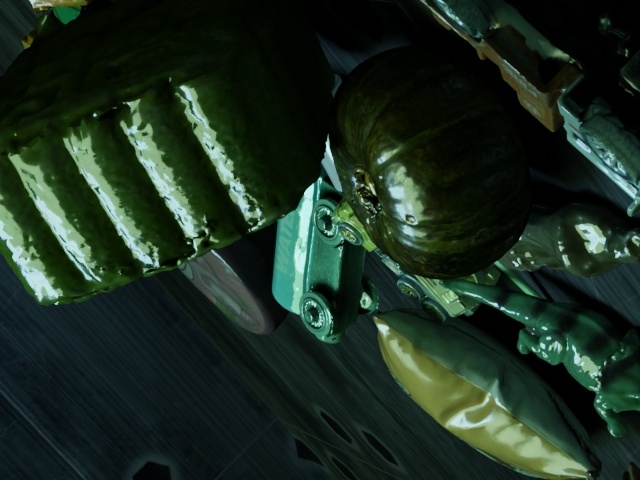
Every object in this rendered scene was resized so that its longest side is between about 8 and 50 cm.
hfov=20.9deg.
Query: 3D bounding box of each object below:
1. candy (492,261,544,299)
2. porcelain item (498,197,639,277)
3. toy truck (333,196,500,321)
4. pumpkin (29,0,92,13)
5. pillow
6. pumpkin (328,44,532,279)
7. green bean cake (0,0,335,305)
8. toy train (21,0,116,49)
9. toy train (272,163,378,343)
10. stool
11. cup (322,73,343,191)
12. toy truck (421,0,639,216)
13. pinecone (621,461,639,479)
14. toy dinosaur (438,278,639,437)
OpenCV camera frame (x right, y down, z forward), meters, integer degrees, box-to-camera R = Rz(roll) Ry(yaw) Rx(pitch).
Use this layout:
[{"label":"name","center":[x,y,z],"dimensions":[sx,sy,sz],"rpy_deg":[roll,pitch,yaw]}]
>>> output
[{"label":"candy","center":[0.164,0.005,1.803],"dimensions":[0.262,0.077,0.073],"rpy_deg":[43,154,-25]},{"label":"porcelain item","center":[0.234,0.000,1.571],"dimensions":[0.081,0.069,0.216],"rpy_deg":[56,159,-22]},{"label":"toy truck","center":[0.114,0.001,1.877],"dimensions":[0.191,0.085,0.116],"rpy_deg":[43,159,-6]},{"label":"pumpkin","center":[-0.274,-0.356,1.637],"dimensions":[0.303,0.256,0.225],"rpy_deg":[3,137,36]},{"label":"pillow","center":[0.187,0.175,2.027],"dimensions":[0.312,0.119,0.310],"rpy_deg":[37,-177,5]},{"label":"pumpkin","center":[0.099,-0.071,1.551],"dimensions":[0.223,0.157,0.223],"rpy_deg":[53,158,32]},{"label":"green bean cake","center":[-0.157,-0.126,1.633],"dimensions":[0.218,0.335,0.319],"rpy_deg":[59,-164,-23]},{"label":"toy train","center":[-0.206,-0.243,1.952],"dimensions":[0.429,0.178,0.249],"rpy_deg":[28,149,50]},{"label":"toy train","center":[0.000,0.000,2.046],"dimensions":[0.159,0.101,0.248],"rpy_deg":[36,134,37]},{"label":"stool","center":[-0.104,-0.027,2.248],"dimensions":[0.272,0.178,0.272],"rpy_deg":[42,167,13]},{"label":"cup","center":[0.034,-0.115,1.833],"dimensions":[0.104,0.074,0.116],"rpy_deg":[-6,127,43]},{"label":"toy truck","center":[0.179,-0.136,1.185],"dimensions":[0.338,0.133,0.184],"rpy_deg":[45,177,17]},{"label":"pinecone","center":[0.371,0.451,1.850],"dimensions":[0.384,0.384,0.384],"rpy_deg":[43,166,13]},{"label":"toy dinosaur","center":[0.259,0.112,1.774],"dimensions":[0.292,0.079,0.120],"rpy_deg":[27,152,37]}]
